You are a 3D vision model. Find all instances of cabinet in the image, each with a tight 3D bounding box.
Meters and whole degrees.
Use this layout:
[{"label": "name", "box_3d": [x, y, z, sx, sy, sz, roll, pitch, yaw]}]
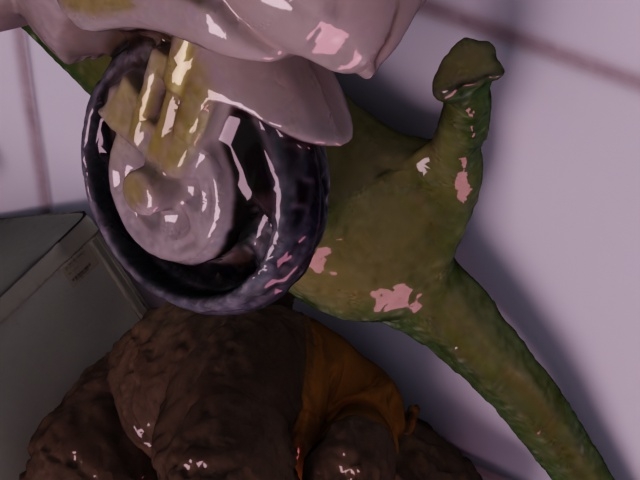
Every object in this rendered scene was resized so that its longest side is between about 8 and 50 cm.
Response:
[{"label": "cabinet", "box_3d": [-0.145, 0.112, 0.941, 0.145, 0.150, 0.206, -4, 126, 47]}]

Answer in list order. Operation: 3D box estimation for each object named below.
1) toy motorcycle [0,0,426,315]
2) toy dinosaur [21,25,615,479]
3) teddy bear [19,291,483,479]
[{"label": "toy motorcycle", "box_3d": [-0.062, -0.155, 0.592, 0.223, 0.108, 0.340, -38, 79, 41]}, {"label": "toy dinosaur", "box_3d": [0.000, 0.000, 0.794, 0.447, 0.087, 0.301, 30, 161, 21]}, {"label": "teddy bear", "box_3d": [-0.010, 0.101, 0.840, 0.190, 0.140, 0.177, 39, 150, -22]}]
